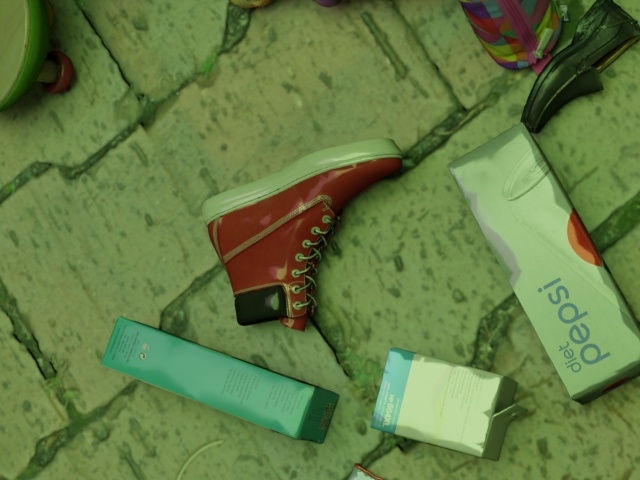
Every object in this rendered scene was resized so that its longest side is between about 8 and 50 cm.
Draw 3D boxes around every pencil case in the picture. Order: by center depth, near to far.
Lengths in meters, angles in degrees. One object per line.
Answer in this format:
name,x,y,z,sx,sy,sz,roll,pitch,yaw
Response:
pencil case,0.190,-0.261,1.774,0.104,0.236,0.104,-7,71,21

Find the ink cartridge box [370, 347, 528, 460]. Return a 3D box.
ink cartridge box,0.140,0.175,1.782,0.143,0.092,0.090,14,85,19

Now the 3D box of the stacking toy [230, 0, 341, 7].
stacking toy,0.020,-0.327,1.889,0.302,0.175,0.165,-22,73,24

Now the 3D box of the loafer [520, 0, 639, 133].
loafer,0.279,-0.180,1.819,0.061,0.062,0.170,37,94,15

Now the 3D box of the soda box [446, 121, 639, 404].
soda box,0.244,0.025,1.776,0.098,0.091,0.286,-29,74,10

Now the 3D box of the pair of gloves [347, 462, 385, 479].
pair of gloves,0.050,0.338,1.820,0.198,0.023,0.159,34,91,19

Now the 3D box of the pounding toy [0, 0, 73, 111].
pounding toy,-0.370,-0.240,2.022,0.237,0.110,0.183,13,96,48

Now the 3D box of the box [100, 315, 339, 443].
box,-0.110,0.153,1.859,0.244,0.100,0.060,18,86,19

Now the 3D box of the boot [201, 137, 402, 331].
boot,0.000,0.000,1.862,0.244,0.088,0.176,-24,75,20
